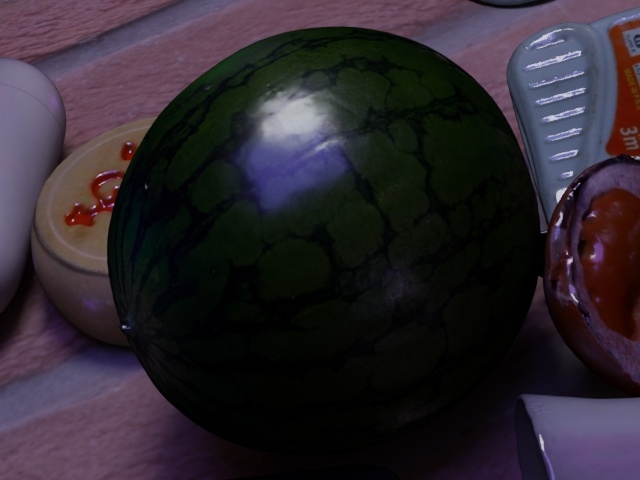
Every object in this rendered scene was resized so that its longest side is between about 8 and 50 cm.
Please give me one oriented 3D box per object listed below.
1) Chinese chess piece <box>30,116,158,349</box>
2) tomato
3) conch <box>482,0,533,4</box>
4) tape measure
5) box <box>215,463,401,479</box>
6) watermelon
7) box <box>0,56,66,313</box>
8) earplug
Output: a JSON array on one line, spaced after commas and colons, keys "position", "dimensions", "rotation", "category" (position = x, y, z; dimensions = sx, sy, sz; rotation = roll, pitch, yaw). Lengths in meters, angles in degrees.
[{"position": [-0.152, -0.013, 1.595], "dimensions": [0.250, 0.097, 0.251], "rotation": [-8, 43, 7], "category": "Chinese chess piece"}, {"position": [0.257, 0.051, 1.368], "dimensions": [0.112, 0.228, 0.199], "rotation": [-37, 26, 54], "category": "tomato"}, {"position": [0.206, -0.354, 1.854], "dimensions": [0.185, 0.121, 0.221], "rotation": [-38, 43, 21], "category": "conch"}, {"position": [0.286, -0.093, 1.528], "dimensions": [0.246, 0.125, 0.243], "rotation": [-14, 49, 6], "category": "tape measure"}, {"position": [-0.069, 0.300, 1.250], "dimensions": [0.289, 0.073, 0.290], "rotation": [-8, 43, 9], "category": "box"}, {"position": [0.000, 0.000, 1.357], "dimensions": [0.363, 0.363, 0.363], "rotation": [-9, 42, 8], "category": "watermelon"}, {"position": [-0.412, -0.043, 1.674], "dimensions": [0.288, 0.141, 0.349], "rotation": [-6, 43, 13], "category": "box"}, {"position": [0.305, 0.170, 1.222], "dimensions": [0.301, 0.172, 0.172], "rotation": [-10, 42, -2], "category": "earplug"}]
